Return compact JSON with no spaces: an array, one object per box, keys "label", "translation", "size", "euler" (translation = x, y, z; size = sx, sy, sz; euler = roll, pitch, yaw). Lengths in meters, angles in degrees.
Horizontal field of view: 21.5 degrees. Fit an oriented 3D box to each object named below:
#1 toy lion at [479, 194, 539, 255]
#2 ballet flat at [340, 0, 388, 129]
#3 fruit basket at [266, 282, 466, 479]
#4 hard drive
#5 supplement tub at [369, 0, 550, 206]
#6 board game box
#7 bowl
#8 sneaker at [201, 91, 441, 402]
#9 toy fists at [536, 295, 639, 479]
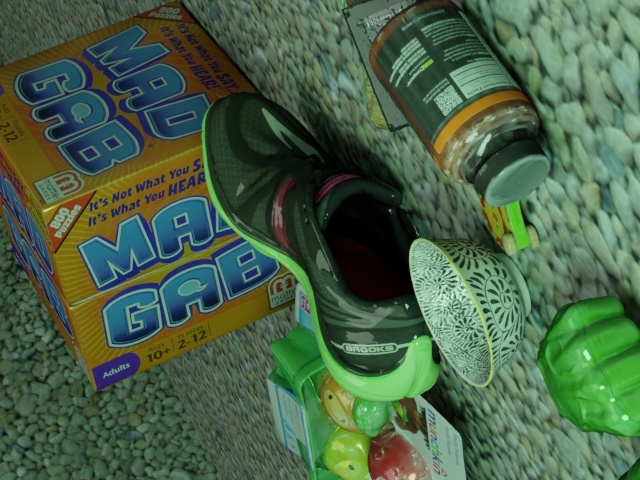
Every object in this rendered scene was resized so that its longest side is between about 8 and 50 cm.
[{"label":"toy lion","translation":[0.181,-0.035,1.682],"size":[0.096,0.034,0.100],"euler":[-127,20,-62]},{"label":"ballet flat","translation":[0.072,-0.208,1.755],"size":[0.067,0.073,0.206],"euler":[14,133,37]},{"label":"fruit basket","translation":[0.073,0.266,2.211],"size":[0.353,0.165,0.327],"euler":[48,156,41]},{"label":"hard drive","translation":[0.086,-0.185,1.685],"size":[0.094,0.022,0.135],"euler":[-19,96,31]},{"label":"supplement tub","translation":[0.133,-0.125,1.566],"size":[0.198,0.106,0.106],"euler":[59,162,28]},{"label":"board game box","translation":[-0.272,-0.072,2.492],"size":[0.356,0.356,0.356],"euler":[50,157,44]},{"label":"bowl","translation":[0.168,0.061,1.760],"size":[0.170,0.080,0.170],"euler":[56,160,32]},{"label":"sneaker","translation":[0.019,-0.030,2.025],"size":[0.483,0.185,0.202],"euler":[52,141,32]},{"label":"toy fists","translation":[0.292,0.177,1.501],"size":[0.279,0.096,0.142],"euler":[63,174,7]}]
